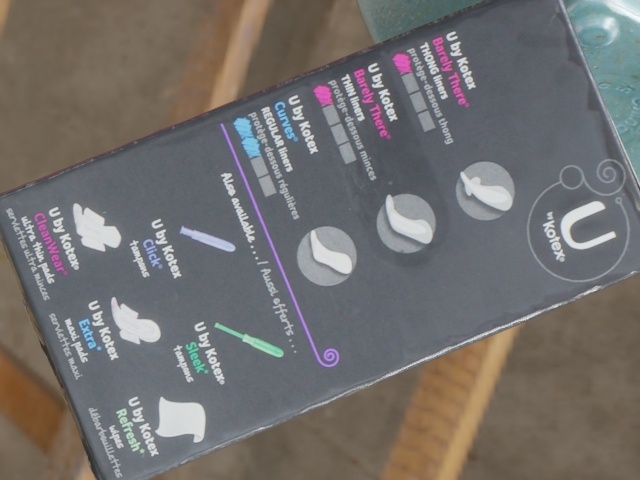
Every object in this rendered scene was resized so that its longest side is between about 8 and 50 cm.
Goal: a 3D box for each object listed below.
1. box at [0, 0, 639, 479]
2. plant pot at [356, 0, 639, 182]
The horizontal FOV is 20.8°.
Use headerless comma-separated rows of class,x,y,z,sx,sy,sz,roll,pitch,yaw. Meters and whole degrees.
box,0.000,0.000,0.827,0.270,0.165,0.143,-22,-91,-4
plant pot,0.167,-0.174,1.074,0.248,0.247,0.252,-40,-143,44
